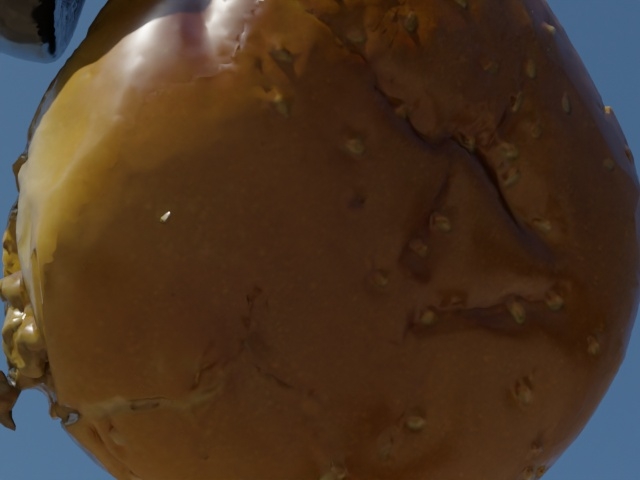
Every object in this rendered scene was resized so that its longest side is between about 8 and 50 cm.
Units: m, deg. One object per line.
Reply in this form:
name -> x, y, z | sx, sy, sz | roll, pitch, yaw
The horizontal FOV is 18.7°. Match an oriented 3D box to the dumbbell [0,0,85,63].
dumbbell -> -0.231, -0.198, 0.851 | 0.388, 0.185, 0.185 | 14, -46, -4

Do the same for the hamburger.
hamburger -> 0.000, 0.000, 0.861 | 0.290, 0.314, 0.170 | 50, -27, -18
